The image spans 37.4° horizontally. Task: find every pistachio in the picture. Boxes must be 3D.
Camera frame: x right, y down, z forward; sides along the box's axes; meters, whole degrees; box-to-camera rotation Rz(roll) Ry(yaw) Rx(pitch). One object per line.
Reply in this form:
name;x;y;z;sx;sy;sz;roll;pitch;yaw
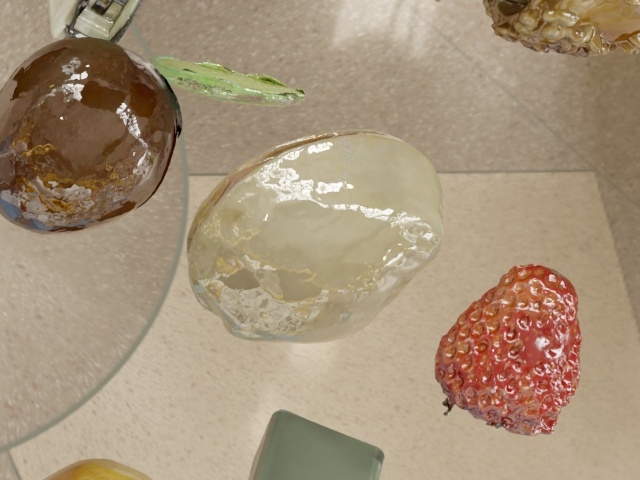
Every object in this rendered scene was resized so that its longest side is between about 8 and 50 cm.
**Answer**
pistachio;0.000;0.000;1.529;0.445;0.281;0.365;-20;123;-11

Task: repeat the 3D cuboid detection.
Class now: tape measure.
tape measure;-0.347;-0.439;1.563;0.133;0.271;0.231;26;120;-33

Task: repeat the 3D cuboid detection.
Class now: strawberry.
strawberry;0.095;0.052;0.456;0.073;0.073;0.083;6;122;-24

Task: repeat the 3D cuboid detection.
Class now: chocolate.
chocolate;-0.205;-0.082;0.777;0.176;0.176;0.177;-1;94;-24

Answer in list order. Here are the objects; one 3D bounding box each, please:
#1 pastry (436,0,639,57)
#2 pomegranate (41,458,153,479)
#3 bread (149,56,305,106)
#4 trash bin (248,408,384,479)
pastry;0.175;-0.258;0.748;0.315;0.284;0.184;20;125;-17
pomegranate;-0.292;0.386;1.205;0.233;0.233;0.233;-1;94;-24
bread;-0.173;-0.295;1.768;0.301;0.301;0.045;7;106;-24
trash bin;-0.023;0.358;1.197;0.164;0.240;0.122;21;122;-2
